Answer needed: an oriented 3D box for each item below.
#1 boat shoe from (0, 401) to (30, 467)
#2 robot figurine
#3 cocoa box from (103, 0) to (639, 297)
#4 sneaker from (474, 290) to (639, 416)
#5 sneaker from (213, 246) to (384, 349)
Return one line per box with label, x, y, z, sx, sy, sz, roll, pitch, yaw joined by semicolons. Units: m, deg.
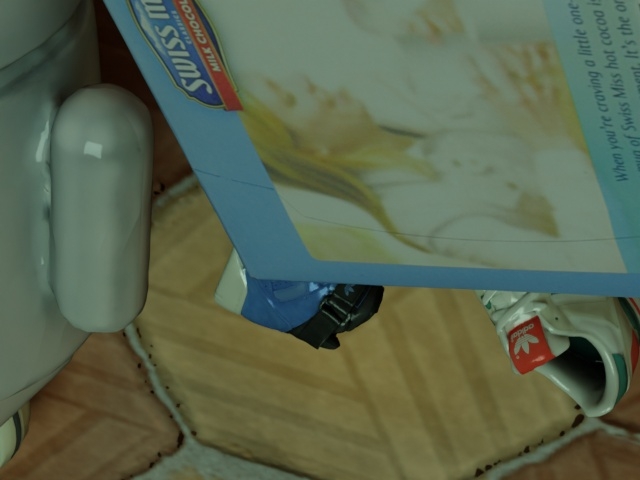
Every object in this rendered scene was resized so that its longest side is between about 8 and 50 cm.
boat shoe;-0.421;0.104;0.977;0.500;0.156;0.186;4;127;15
robot figurine;-0.201;-0.056;0.731;0.300;0.200;0.353;18;133;22
cocoa box;0.051;-0.174;0.479;0.231;0.228;0.347;1;138;28
sneaker;0.103;0.022;0.771;0.057;0.075;0.161;-30;114;36
sneaker;0.000;-0.001;0.800;0.085;0.058;0.152;26;137;5
